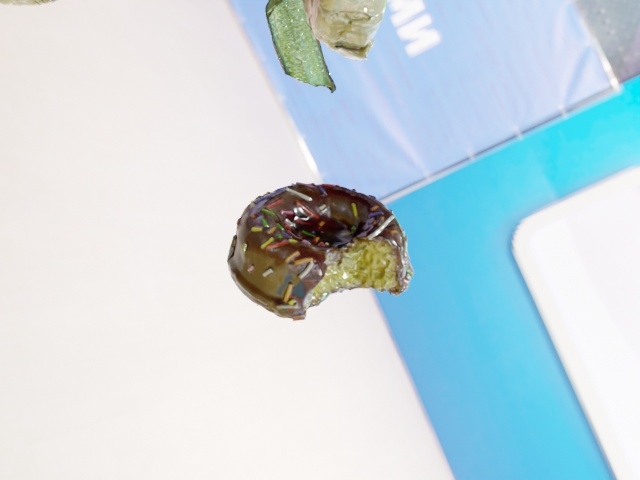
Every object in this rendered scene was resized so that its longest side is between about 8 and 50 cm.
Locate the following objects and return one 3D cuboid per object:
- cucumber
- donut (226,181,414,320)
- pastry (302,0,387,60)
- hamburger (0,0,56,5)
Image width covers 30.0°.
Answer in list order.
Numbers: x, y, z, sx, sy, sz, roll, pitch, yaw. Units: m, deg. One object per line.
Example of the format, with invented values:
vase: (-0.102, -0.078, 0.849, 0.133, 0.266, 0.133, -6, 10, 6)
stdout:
cucumber: (-0.037, -0.291, 1.766, 0.046, 0.070, 0.220, 51, -12, 42)
donut: (-0.001, 0.001, 1.475, 0.216, 0.230, 0.096, -118, -154, -53)
pastry: (0.032, -0.312, 1.499, 0.166, 0.088, 0.166, -175, -90, -76)
hamburger: (-0.367, -0.325, 1.456, 0.087, 0.176, 0.102, 76, 32, -78)
